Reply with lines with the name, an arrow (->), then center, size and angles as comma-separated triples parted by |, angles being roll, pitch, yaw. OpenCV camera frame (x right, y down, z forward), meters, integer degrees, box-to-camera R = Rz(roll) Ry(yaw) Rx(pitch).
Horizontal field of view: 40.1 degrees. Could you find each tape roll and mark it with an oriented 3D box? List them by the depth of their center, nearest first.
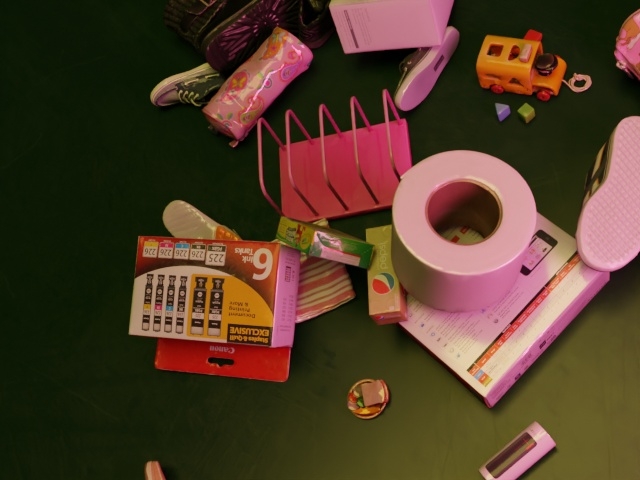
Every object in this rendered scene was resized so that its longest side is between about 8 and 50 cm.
tape roll -> 0.247, -0.014, 1.552 | 0.246, 0.169, 0.246 | -2, 63, 4

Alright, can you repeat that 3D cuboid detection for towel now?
towel -> -0.023, 0.060, 1.813 | 0.144, 0.029, 0.197 | -24, 65, 7

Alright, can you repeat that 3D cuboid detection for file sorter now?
file sorter -> 0.029, -0.174, 1.820 | 0.291, 0.182, 0.202 | -11, 64, 15

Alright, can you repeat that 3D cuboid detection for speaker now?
speaker -> 0.343, 0.378, 1.530 | 0.136, 0.055, 0.055 | -39, 60, -1

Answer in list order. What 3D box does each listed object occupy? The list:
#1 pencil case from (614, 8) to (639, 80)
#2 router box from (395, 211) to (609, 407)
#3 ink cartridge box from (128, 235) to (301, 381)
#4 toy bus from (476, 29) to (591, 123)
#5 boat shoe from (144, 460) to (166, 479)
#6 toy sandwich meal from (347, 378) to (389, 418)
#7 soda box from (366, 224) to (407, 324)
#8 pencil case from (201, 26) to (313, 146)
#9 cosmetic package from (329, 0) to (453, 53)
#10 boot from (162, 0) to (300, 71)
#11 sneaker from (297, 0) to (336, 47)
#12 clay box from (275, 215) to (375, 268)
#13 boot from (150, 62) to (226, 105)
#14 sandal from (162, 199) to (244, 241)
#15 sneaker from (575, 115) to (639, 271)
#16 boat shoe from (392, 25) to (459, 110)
pencil case -> 0.715, -0.277, 1.639 | 0.160, 0.167, 0.386 | -6, 55, -32
router box -> 0.317, 0.088, 1.655 | 0.335, 0.082, 0.301 | -46, 60, -4
ink cartridge box -> -0.212, 0.137, 1.754 | 0.310, 0.130, 0.271 | 2, 84, 18
toy bus -> 0.423, -0.362, 1.810 | 0.202, 0.104, 0.191 | -30, 61, 5
boat shoe -> -0.287, 0.512, 1.695 | 0.072, 0.068, 0.190 | -20, 71, -3
toy sandwich meal -> 0.089, 0.299, 1.670 | 0.086, 0.029, 0.085 | -8, 64, 16
soda box -> 0.125, 0.063, 1.654 | 0.061, 0.058, 0.181 | -10, 62, 18
pencil case -> -0.145, -0.352, 2.005 | 0.124, 0.124, 0.284 | 37, 83, 29
cosmetic package -> 0.165, -0.539, 1.925 | 0.225, 0.138, 0.224 | 1, 50, 22
boot -> -0.193, -0.571, 2.113 | 0.348, 0.131, 0.260 | -31, 47, -10
sneaker -> 0.025, -0.562, 2.024 | 0.087, 0.130, 0.227 | 37, 81, 14
clay box -> 0.000, 0.000, 1.704 | 0.222, 0.128, 0.053 | 22, 98, 67
boot -> -0.311, -0.353, 2.087 | 0.190, 0.069, 0.086 | -26, 58, 5
sandal -> -0.222, 0.005, 1.881 | 0.265, 0.076, 0.102 | 42, 100, 15
sneaker -> 0.544, -0.066, 1.611 | 0.126, 0.127, 0.321 | 23, 66, 8
boat shoe -> 0.214, -0.382, 1.911 | 0.076, 0.080, 0.228 | 25, 76, 34
